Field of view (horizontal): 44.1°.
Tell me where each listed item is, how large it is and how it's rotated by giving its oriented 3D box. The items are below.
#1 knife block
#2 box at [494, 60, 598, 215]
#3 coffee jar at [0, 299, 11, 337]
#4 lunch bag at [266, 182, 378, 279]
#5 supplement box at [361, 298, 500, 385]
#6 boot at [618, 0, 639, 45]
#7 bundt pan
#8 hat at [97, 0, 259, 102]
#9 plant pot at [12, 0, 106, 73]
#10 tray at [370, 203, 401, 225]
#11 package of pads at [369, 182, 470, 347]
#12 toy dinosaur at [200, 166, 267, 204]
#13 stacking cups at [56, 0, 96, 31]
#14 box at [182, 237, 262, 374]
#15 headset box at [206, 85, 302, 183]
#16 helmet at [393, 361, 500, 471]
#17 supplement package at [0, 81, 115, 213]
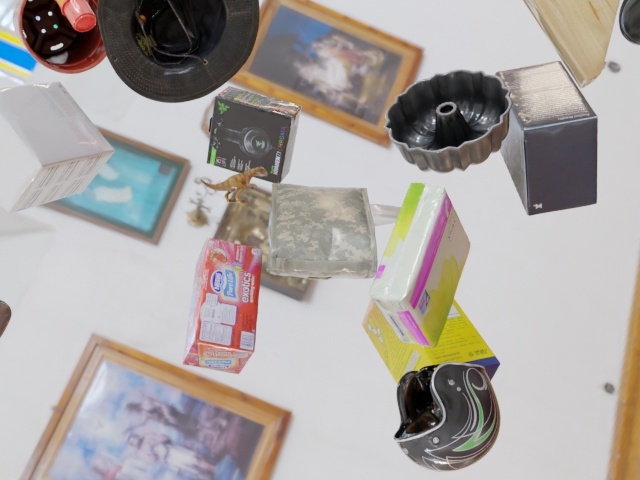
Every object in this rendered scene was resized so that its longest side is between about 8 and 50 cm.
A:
[{"bbox_3d":[0.385,-0.420,1.347,0.088,0.242,0.276,-7,-70,-78],"label":"knife block"},{"bbox_3d":[0.670,-0.314,2.365,0.395,0.212,0.293,-91,-10,-54],"label":"box"},{"bbox_3d":[-0.718,0.145,1.587,0.096,0.184,0.079,-68,-30,-20],"label":"coffee jar"},{"bbox_3d":[0.000,0.000,1.771,0.287,0.235,0.169,-94,7,-61],"label":"lunch bag"},{"bbox_3d":[0.291,0.280,2.156,0.356,0.194,0.195,59,145,40],"label":"supplement box"},{"bbox_3d":[0.700,-0.447,1.526,0.367,0.146,0.445,-54,3,45],"label":"boot"},{"bbox_3d":[0.336,-0.295,2.042,0.124,0.330,0.331,66,-144,-43],"label":"bundt pan"},{"bbox_3d":[-0.269,-0.437,1.587,0.134,0.331,0.331,-56,-10,-78],"label":"hat"},{"bbox_3d":[-0.782,-0.642,2.335,0.265,0.272,0.272,26,93,54],"label":"plant pot"},{"bbox_3d":[0.157,-0.067,2.163,0.270,0.145,0.030,169,107,-71],"label":"tray"},{"bbox_3d":[0.225,0.058,1.711,0.229,0.101,0.296,54,-129,-47],"label":"package of pads"},{"bbox_3d":[-0.248,-0.153,2.200,0.211,0.064,0.112,-22,-59,-31],"label":"toy dinosaur"},{"bbox_3d":[-0.690,-0.679,2.064,0.096,0.316,0.096,-28,-19,-11],"label":"stacking cups"},{"bbox_3d":[-0.206,0.138,1.675,0.122,0.128,0.257,124,153,-51],"label":"box"},{"bbox_3d":[-0.230,-0.352,2.614,0.131,0.283,0.246,-60,-15,-59],"label":"headset box"},{"bbox_3d":[0.198,0.280,1.239,0.169,0.169,0.162,118,153,-71],"label":"helmet"},{"bbox_3d":[-0.567,-0.189,1.568,0.149,0.194,0.203,-43,-7,30],"label":"supplement package"}]
